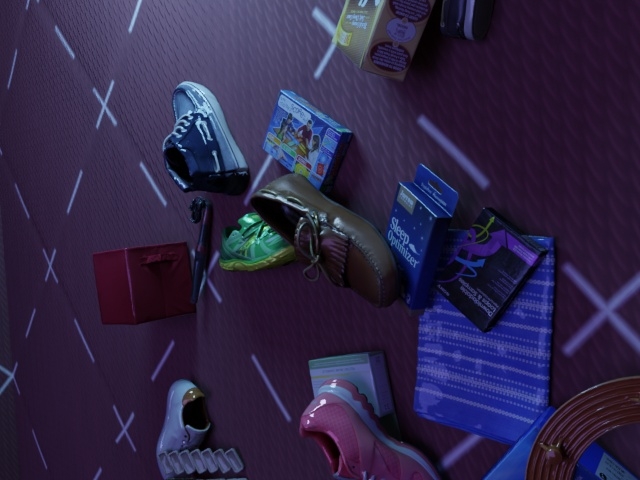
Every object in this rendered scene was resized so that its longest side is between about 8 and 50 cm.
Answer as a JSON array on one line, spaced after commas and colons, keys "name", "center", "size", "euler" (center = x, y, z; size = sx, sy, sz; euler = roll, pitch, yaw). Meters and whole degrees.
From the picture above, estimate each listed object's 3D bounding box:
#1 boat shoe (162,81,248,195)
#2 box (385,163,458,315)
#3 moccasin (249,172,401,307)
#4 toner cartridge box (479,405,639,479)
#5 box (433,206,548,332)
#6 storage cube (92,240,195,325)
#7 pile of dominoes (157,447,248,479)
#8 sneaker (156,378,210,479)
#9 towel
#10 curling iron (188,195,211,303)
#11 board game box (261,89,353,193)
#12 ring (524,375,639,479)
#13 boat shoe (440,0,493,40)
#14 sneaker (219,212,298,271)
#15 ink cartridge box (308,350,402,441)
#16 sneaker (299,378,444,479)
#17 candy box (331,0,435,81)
[{"name": "boat shoe", "center": [-0.306, -0.249, 1.465], "size": [0.341, 0.158, 0.127], "euler": [56, 129, 25]}, {"name": "box", "center": [0.157, -0.004, 1.058], "size": [0.136, 0.036, 0.226], "euler": [-126, 42, -54]}, {"name": "moccasin", "center": [0.000, -0.002, 1.134], "size": [0.380, 0.146, 0.139], "euler": [45, 144, 35]}, {"name": "toner cartridge box", "center": [0.304, 0.430, 0.953], "size": [0.165, 0.075, 0.348], "euler": [41, 122, 22]}, {"name": "box", "center": [0.259, 0.046, 0.975], "size": [0.116, 0.029, 0.162], "euler": [44, 121, 32]}, {"name": "storage cube", "center": [-0.462, 0.111, 1.645], "size": [0.214, 0.183, 0.193], "euler": [-8, 90, 45]}, {"name": "pile of dominoes", "center": [-0.287, 0.618, 1.578], "size": [0.251, 0.040, 0.196], "euler": [-9, 86, 16]}, {"name": "sneaker", "center": [-0.351, 0.518, 1.626], "size": [0.123, 0.105, 0.291], "euler": [13, 102, 46]}, {"name": "towel", "center": [0.256, 0.153, 1.021], "size": [0.243, 0.040, 0.336], "euler": [6, 99, 44]}, {"name": "curling iron", "center": [-0.306, 0.024, 1.582], "size": [0.068, 0.035, 0.274], "euler": [13, 102, 48]}, {"name": "board game box", "center": [-0.032, -0.203, 1.279], "size": [0.201, 0.035, 0.136], "euler": [42, 122, 34]}, {"name": "ring", "center": [0.430, 0.339, 0.786], "size": [0.336, 0.032, 0.337], "euler": [1, 92, 25]}, {"name": "boat shoe", "center": [0.230, -0.426, 0.956], "size": [0.068, 0.081, 0.228], "euler": [21, 111, 38]}, {"name": "sneaker", "center": [-0.132, 0.001, 1.349], "size": [0.295, 0.109, 0.124], "euler": [-7, 93, 46]}, {"name": "ink cartridge box", "center": [0.070, 0.339, 1.220], "size": [0.171, 0.056, 0.235], "euler": [-17, 80, 44]}, {"name": "sneaker", "center": [0.084, 0.399, 1.110], "size": [0.314, 0.136, 0.116], "euler": [43, 135, 11]}, {"name": "candy box", "center": [0.128, -0.439, 1.010], "size": [0.183, 0.087, 0.317], "euler": [-114, 41, -57]}]
